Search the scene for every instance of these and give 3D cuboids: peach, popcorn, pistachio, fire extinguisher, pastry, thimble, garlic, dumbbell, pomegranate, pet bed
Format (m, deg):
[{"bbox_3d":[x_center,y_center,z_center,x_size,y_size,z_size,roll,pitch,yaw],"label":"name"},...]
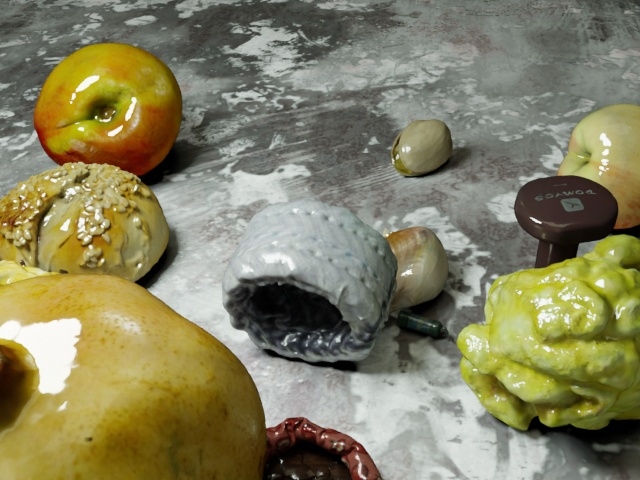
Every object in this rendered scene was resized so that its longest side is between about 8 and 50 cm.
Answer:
[{"bbox_3d":[-0.443,-0.273,1.501,0.308,0.307,0.332,-12,21,-9],"label":"peach"},{"bbox_3d":[0.311,0.119,0.891,0.242,0.250,0.235,-26,49,-24],"label":"popcorn"},{"bbox_3d":[0.208,-0.192,1.462,0.149,0.113,0.113,-42,48,-20],"label":"pistachio"},{"bbox_3d":[0.539,-0.125,1.238,0.233,0.232,0.232,-3,36,2],"label":"peach"},{"bbox_3d":[0.161,0.129,1.085,0.083,0.025,0.038,15,17,25],"label":"fire extinguisher"},{"bbox_3d":[-0.458,0.099,1.091,0.148,0.167,0.152,-25,39,39],"label":"popcorn"},{"bbox_3d":[-0.432,-0.039,1.250,0.316,0.184,0.284,11,38,21],"label":"pastry"},{"bbox_3d":[-0.015,0.065,1.040,0.246,0.217,0.157,15,48,8],"label":"thimble"},{"bbox_3d":[0.142,0.055,1.156,0.129,0.090,0.198,-9,40,21],"label":"garlic"},{"bbox_3d":[0.344,0.024,1.035,0.141,0.225,0.124,-8,39,-2],"label":"dumbbell"},{"bbox_3d":[-0.259,0.225,0.703,0.417,0.416,0.416,-3,36,2],"label":"pomegranate"},{"bbox_3d":[-0.019,0.303,0.845,0.201,0.053,0.201,-3,41,3],"label":"pet bed"}]
